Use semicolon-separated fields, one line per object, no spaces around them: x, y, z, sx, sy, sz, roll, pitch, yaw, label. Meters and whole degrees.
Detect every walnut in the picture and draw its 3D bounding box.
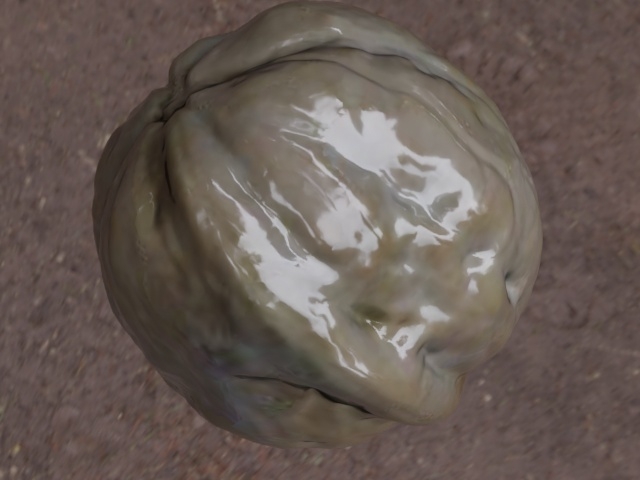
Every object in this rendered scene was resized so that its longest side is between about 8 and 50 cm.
0.000;0.000;0.744;0.224;0.224;0.224;7;65;-16;walnut
